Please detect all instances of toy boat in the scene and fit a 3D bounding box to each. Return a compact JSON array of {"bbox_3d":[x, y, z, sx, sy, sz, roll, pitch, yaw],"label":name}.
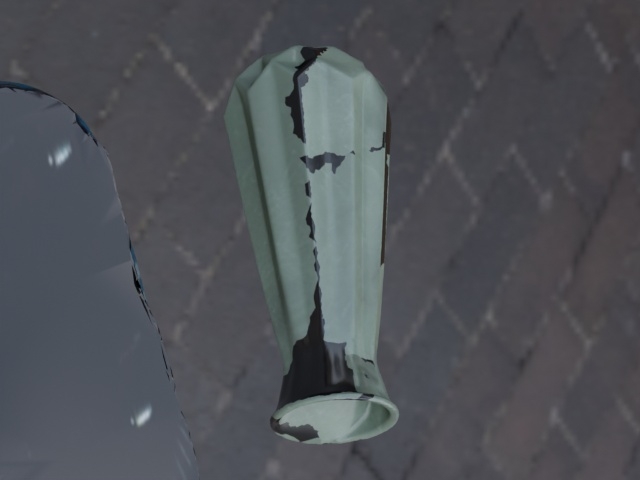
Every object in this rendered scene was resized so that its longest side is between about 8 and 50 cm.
[{"bbox_3d":[-0.170,0.052,1.036,0.134,0.092,0.299,-24,111,-26],"label":"toy boat"}]

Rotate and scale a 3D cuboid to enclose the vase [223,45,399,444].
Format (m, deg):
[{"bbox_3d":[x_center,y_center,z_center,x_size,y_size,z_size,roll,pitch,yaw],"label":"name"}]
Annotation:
[{"bbox_3d":[0.000,0.000,1.664,0.165,0.165,0.360,30,47,-49],"label":"vase"}]
